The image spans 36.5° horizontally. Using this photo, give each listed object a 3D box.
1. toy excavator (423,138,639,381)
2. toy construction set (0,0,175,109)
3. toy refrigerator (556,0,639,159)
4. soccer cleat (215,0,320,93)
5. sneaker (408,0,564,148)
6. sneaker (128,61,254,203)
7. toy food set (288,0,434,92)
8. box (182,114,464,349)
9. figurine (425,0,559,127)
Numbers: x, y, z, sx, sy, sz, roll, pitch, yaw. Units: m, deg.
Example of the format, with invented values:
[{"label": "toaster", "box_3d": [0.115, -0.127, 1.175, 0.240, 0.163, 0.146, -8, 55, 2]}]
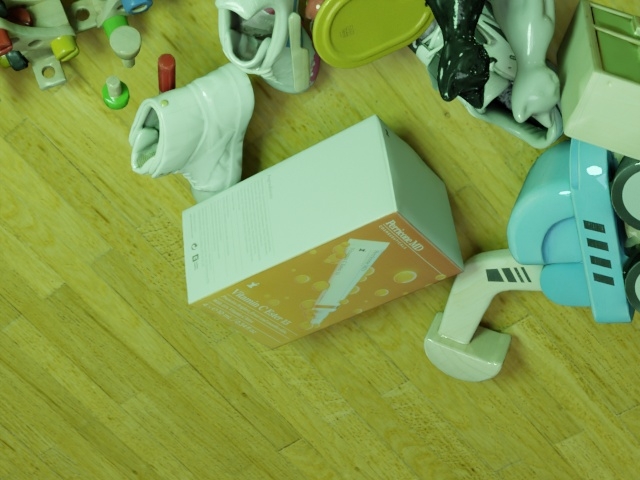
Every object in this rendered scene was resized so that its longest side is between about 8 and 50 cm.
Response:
[{"label": "toy excavator", "box_3d": [0.339, 0.016, 1.412, 0.445, 0.222, 0.433, -1, 122, 28]}, {"label": "toy construction set", "box_3d": [-0.329, -0.287, 1.355, 0.309, 0.257, 0.237, 42, 165, 3]}, {"label": "toy refrigerator", "box_3d": [0.362, -0.211, 1.203, 0.102, 0.269, 0.094, 19, 122, 1]}, {"label": "soccer cleat", "box_3d": [-0.079, -0.260, 1.262, 0.116, 0.143, 0.331, 16, 161, 13]}, {"label": "sneaker", "box_3d": [0.205, -0.246, 1.291, 0.330, 0.146, 0.122, 35, 123, -8]}, {"label": "sneaker", "box_3d": [-0.200, -0.125, 1.389, 0.108, 0.169, 0.292, 53, 152, 23]}, {"label": "toy food set", "box_3d": [0.042, -0.292, 1.228, 0.218, 0.071, 0.128, -25, 139, -9]}, {"label": "box", "box_3d": [0.000, 0.000, 1.419, 0.345, 0.168, 0.215, -25, 144, 23]}, {"label": "figurine", "box_3d": [0.214, -0.247, 1.179, 0.215, 0.209, 0.092, 9, 162, -37]}]
